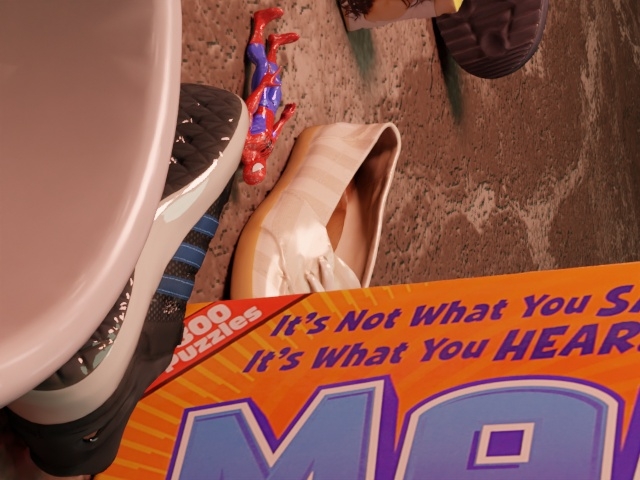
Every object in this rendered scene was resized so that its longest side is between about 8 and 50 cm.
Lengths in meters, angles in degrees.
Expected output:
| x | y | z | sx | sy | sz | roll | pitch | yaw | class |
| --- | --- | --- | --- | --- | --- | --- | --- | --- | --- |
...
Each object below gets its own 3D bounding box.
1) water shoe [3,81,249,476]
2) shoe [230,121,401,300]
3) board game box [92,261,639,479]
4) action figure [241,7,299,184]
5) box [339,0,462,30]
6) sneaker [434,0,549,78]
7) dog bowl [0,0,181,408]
| x | y | z | sx | sy | sz | roll | pitch | yaw | class |
| --- | --- | --- | --- | --- | --- | --- | --- | --- | --- |
| -0.087 | 0.009 | 0.555 | 0.203 | 0.073 | 0.080 | -65 | 164 | -44 | water shoe |
| 0.000 | 0.000 | 0.745 | 0.219 | 0.058 | 0.076 | -71 | 146 | -45 | shoe |
| 0.103 | 0.259 | 0.538 | 0.356 | 0.356 | 0.356 | -69 | 145 | -47 | board game box |
| -0.032 | -0.081 | 0.736 | 0.038 | 0.030 | 0.115 | 58 | 35 | -54 | action figure |
| 0.030 | -0.261 | 0.852 | 0.058 | 0.087 | 0.232 | -63 | 139 | -53 | box |
| 0.153 | -0.300 | 1.113 | 0.131 | 0.112 | 0.319 | -11 | 96 | -64 | sneaker |
| -0.155 | -0.098 | 0.358 | 0.349 | 0.102 | 0.349 | -6 | 90 | -68 | dog bowl |
